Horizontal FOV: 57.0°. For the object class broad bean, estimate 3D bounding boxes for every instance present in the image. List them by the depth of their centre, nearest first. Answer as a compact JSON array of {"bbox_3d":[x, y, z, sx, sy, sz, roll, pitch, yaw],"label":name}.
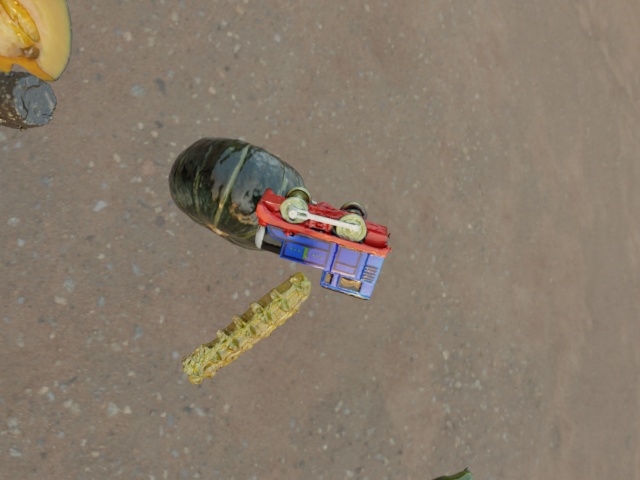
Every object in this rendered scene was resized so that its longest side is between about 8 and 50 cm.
[{"bbox_3d":[0.177,0.454,1.011,0.046,0.195,0.061,54,4,-1],"label":"broad bean"}]

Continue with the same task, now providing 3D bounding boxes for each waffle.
[{"bbox_3d":[-0.100,0.122,0.800,0.192,0.160,0.046,-32,78,-33],"label":"waffle"}]

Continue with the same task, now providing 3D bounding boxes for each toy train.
[{"bbox_3d":[0.000,0.000,0.888,0.082,0.204,0.131,-76,-178,-67],"label":"toy train"}]

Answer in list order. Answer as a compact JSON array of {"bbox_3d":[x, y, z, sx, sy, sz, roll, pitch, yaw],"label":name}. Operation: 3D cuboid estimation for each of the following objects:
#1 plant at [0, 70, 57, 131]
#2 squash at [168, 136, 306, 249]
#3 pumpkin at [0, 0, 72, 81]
[{"bbox_3d":[-0.969,-0.445,1.858,0.178,0.234,0.204,38,65,-68],"label":"plant"},{"bbox_3d":[-0.147,-0.084,1.068,0.252,0.252,0.165,36,78,-44],"label":"squash"},{"bbox_3d":[-0.470,-0.342,0.808,0.254,0.131,0.149,34,70,-48],"label":"pumpkin"}]
